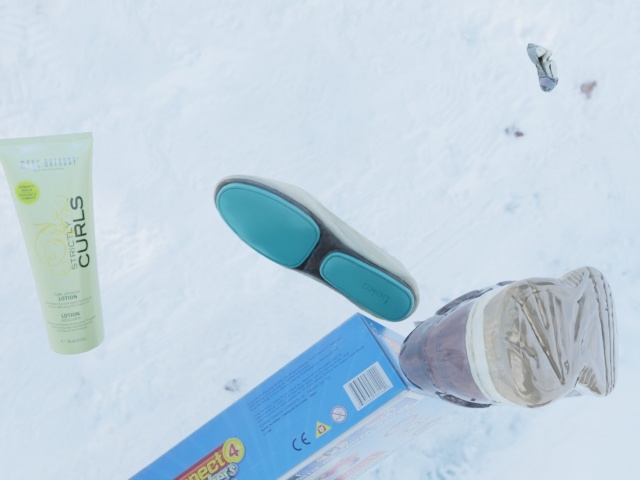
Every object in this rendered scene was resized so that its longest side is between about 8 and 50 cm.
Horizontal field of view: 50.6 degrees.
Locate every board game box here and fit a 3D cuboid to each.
[{"bbox_3d":[-0.010,0.223,0.749,0.308,0.302,0.086,-37,66,8],"label":"board game box"}]

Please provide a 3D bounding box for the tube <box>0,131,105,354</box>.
[{"bbox_3d":[-0.275,0.006,0.716,0.070,0.062,0.240,-33,130,-52],"label":"tube"}]

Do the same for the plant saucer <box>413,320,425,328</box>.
[{"bbox_3d":[0.319,0.176,1.204,0.310,0.310,0.050,8,82,-20],"label":"plant saucer"}]

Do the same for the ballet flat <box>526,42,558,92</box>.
[{"bbox_3d":[0.409,-0.323,1.232,0.041,0.041,0.115,2,62,-21],"label":"ballet flat"}]

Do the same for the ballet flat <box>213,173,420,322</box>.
[{"bbox_3d":[0.000,0.000,0.718,0.248,0.086,0.086,36,73,-12],"label":"ballet flat"}]

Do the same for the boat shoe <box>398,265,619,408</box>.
[{"bbox_3d":[0.156,0.073,0.510,0.285,0.092,0.103,4,80,-54],"label":"boat shoe"}]
